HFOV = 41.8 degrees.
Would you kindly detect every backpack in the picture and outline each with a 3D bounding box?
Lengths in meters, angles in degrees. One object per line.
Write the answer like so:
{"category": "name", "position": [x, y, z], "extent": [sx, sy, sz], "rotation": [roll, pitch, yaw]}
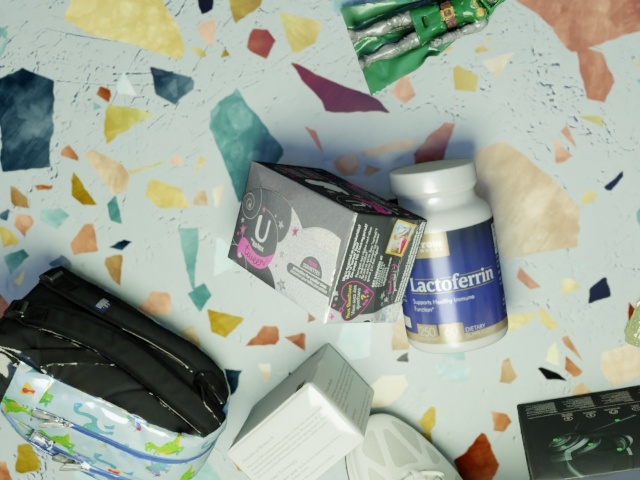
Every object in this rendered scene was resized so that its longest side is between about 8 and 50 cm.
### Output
{"category": "backpack", "position": [-0.314, 0.230, 1.297], "extent": [0.356, 0.290, 0.273], "rotation": [17, 112, -2]}

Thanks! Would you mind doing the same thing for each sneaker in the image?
{"category": "sneaker", "position": [0.204, 0.387, 1.179], "extent": [0.447, 0.169, 0.257], "rotation": [53, 150, 30]}

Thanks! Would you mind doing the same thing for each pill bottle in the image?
{"category": "pill bottle", "position": [0.182, 0.020, 1.226], "extent": [0.153, 0.153, 0.264], "rotation": [-9, 100, 10]}

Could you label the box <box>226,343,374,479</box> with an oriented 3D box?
{"category": "box", "position": [-0.026, 0.281, 1.296], "extent": [0.182, 0.181, 0.119], "rotation": [-42, 93, 14]}

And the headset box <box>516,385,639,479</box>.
{"category": "headset box", "position": [0.423, 0.326, 1.190], "extent": [0.247, 0.283, 0.131], "rotation": [-12, 100, 10]}

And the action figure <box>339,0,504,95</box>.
{"category": "action figure", "position": [0.157, -0.316, 1.208], "extent": [0.232, 0.063, 0.137], "rotation": [-20, 95, 8]}

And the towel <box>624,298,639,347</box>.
{"category": "towel", "position": [0.524, 0.104, 1.239], "extent": [0.110, 0.027, 0.148], "rotation": [27, 105, 34]}

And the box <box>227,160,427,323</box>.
{"category": "box", "position": [0.000, 0.000, 1.189], "extent": [0.247, 0.142, 0.163], "rotation": [31, 110, 47]}
